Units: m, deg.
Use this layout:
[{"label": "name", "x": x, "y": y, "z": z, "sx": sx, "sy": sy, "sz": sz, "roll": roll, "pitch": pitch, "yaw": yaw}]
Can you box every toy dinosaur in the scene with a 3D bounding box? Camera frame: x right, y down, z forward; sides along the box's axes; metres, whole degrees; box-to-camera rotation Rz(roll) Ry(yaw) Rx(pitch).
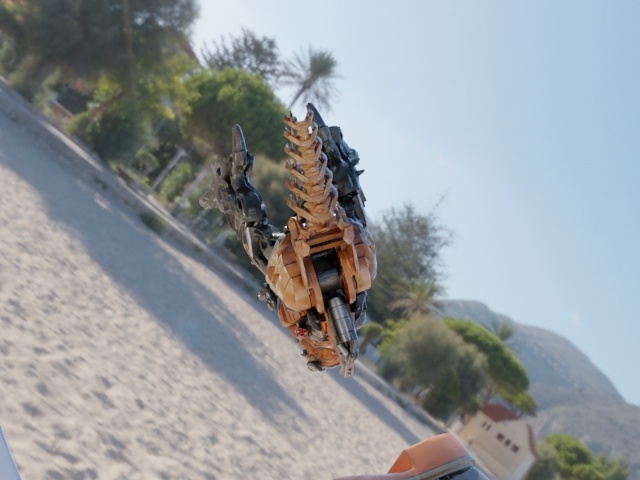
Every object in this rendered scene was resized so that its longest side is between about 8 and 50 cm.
[{"label": "toy dinosaur", "x": 0.000, "y": 0.000, "z": 0.683, "sx": 0.322, "sy": 0.164, "sz": 0.219, "roll": 116, "pitch": -38, "yaw": -47}]

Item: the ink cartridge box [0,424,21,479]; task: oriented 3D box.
[{"label": "ink cartridge box", "x": -0.322, "y": 0.139, "z": 0.505, "sx": 0.171, "sy": 0.168, "sz": 0.232, "roll": 63, "pitch": -32, "yaw": 10}]

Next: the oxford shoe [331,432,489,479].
[{"label": "oxford shoe", "x": 0.041, "y": 0.262, "z": 0.572, "sx": 0.363, "sy": 0.130, "sz": 0.133, "roll": -11, "pitch": 49, "yaw": -45}]
